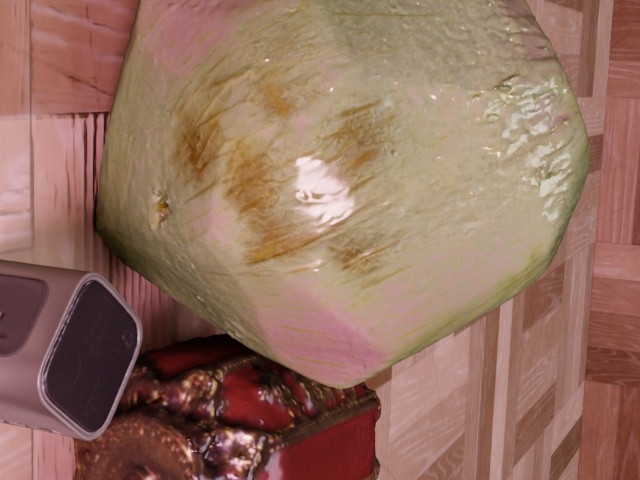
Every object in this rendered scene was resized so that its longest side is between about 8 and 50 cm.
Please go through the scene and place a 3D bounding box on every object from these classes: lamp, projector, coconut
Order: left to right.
[{"bbox_3d":[-0.164,0.062,0.628,0.083,0.082,0.083,61,41,-54],"label":"projector"},{"bbox_3d":[-0.061,0.153,0.791,0.274,0.177,0.177,-5,100,-68],"label":"lamp"},{"bbox_3d":[0.001,-0.060,0.736,0.281,0.329,0.328,-51,146,-85],"label":"coconut"}]
